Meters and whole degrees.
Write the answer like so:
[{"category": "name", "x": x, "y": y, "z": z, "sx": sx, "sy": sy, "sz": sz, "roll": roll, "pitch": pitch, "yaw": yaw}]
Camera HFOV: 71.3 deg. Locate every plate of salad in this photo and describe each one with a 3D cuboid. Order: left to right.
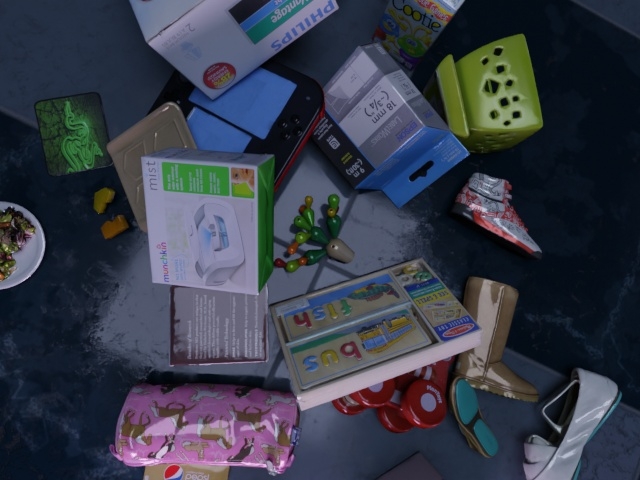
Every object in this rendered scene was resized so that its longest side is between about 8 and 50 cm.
[{"category": "plate of salad", "x": -0.728, "y": 0.009, "z": 0.998, "sx": 0.199, "sy": 0.048, "sz": 0.200, "roll": 1, "pitch": 84, "yaw": -7}]

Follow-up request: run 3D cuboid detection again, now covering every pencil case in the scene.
[{"category": "pencil case", "x": -0.238, "y": 0.406, "z": 0.974, "sx": 0.385, "sy": 0.167, "sz": 0.160, "roll": 6, "pitch": 101, "yaw": -7}]

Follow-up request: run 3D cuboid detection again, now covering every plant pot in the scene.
[{"category": "plant pot", "x": 0.378, "y": -0.335, "z": 1.101, "sx": 0.207, "sy": 0.227, "sz": 0.228, "roll": -12, "pitch": 87, "yaw": -2}]

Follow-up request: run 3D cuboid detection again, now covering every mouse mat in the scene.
[{"category": "mouse mat", "x": -0.587, "y": -0.255, "z": 1.064, "sx": 0.152, "sy": 0.007, "sz": 0.190, "roll": -13, "pitch": 88, "yaw": -9}]

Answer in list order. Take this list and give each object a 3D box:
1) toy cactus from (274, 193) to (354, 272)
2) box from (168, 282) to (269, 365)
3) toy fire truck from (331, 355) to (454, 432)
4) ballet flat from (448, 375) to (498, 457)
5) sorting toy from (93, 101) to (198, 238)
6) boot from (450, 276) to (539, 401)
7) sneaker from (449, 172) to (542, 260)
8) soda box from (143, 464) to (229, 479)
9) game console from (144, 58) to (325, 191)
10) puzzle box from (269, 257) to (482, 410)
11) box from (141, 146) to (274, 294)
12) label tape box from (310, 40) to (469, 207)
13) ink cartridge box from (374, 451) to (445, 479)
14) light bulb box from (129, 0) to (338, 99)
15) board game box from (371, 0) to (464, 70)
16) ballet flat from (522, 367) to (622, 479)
[{"category": "toy cactus", "x": 0.000, "y": 0.000, "z": 1.088, "sx": 0.180, "sy": 0.112, "sz": 0.219, "roll": 34, "pitch": 78, "yaw": -23}, {"category": "box", "x": -0.218, "y": 0.177, "z": 0.992, "sx": 0.203, "sy": 0.168, "sz": 0.167, "roll": -1, "pitch": 86, "yaw": -8}, {"category": "toy fire truck", "x": 0.166, "y": 0.295, "z": 1.056, "sx": 0.302, "sy": 0.169, "sz": 0.254, "roll": 23, "pitch": 58, "yaw": -6}, {"category": "ballet flat", "x": 0.350, "y": 0.426, "z": 1.078, "sx": 0.080, "sy": 0.073, "sz": 0.232, "roll": -34, "pitch": 104, "yaw": -30}, {"category": "sorting toy", "x": -0.397, "y": -0.139, "z": 1.018, "sx": 0.307, "sy": 0.041, "sz": 0.229, "roll": -27, "pitch": 86, "yaw": 17}, {"category": "boot", "x": 0.460, "y": 0.248, "z": 1.122, "sx": 0.236, "sy": 0.089, "sz": 0.270, "roll": 16, "pitch": 82, "yaw": -6}, {"category": "sneaker", "x": 0.480, "y": -0.068, "z": 1.151, "sx": 0.270, "sy": 0.090, "sz": 0.145, "roll": 30, "pitch": 84, "yaw": -2}, {"category": "soda box", "x": -0.297, "y": 0.517, "z": 1.004, "sx": 0.181, "sy": 0.061, "sz": 0.058, "roll": 9, "pitch": 83, "yaw": -7}, {"category": "game console", "x": -0.213, "y": -0.275, "z": 1.024, "sx": 0.386, "sy": 0.060, "sz": 0.342, "roll": 30, "pitch": 83, "yaw": 17}, {"category": "puzzle box", "x": 0.108, "y": 0.189, "z": 1.000, "sx": 0.408, "sy": 0.272, "sz": 0.052, "roll": -17, "pitch": 127, "yaw": -10}, {"category": "box", "x": -0.217, "y": -0.044, "z": 0.902, "sx": 0.231, "sy": 0.127, "sz": 0.262, "roll": 6, "pitch": 111, "yaw": 7}, {"category": "label tape box", "x": 0.141, "y": -0.246, "z": 1.044, "sx": 0.334, "sy": 0.240, "sz": 0.106, "roll": 50, "pitch": 40, "yaw": 0}, {"category": "ink cartridge box", "x": 0.238, "y": 0.655, "z": 1.011, "sx": 0.171, "sy": 0.168, "sz": 0.233, "roll": -29, "pitch": 90, "yaw": -10}, {"category": "light bulb box", "x": -0.213, "y": -0.573, "z": 0.936, "sx": 0.357, "sy": 0.225, "sz": 0.361, "roll": -31, "pitch": 70, "yaw": 12}, {"category": "board game box", "x": 0.249, "y": -0.561, "z": 1.071, "sx": 0.142, "sy": 0.275, "sz": 0.144, "roll": 37, "pitch": 82, "yaw": -3}, {"category": "ballet flat", "x": 0.591, "y": 0.491, "z": 1.110, "sx": 0.139, "sy": 0.139, "sz": 0.400, "roll": 39, "pitch": 77, "yaw": -3}]
